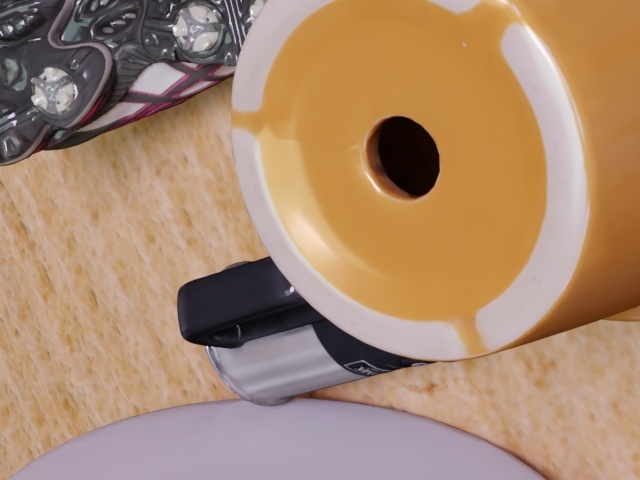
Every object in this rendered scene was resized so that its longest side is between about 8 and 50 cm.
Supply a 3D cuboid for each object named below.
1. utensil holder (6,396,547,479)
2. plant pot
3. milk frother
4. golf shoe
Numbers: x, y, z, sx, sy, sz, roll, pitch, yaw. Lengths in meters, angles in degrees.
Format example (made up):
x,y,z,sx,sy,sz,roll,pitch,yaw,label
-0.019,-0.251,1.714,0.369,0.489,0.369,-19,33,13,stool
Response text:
x,y,z,sx,sy,sz,roll,pitch,yaw,label
-0.020,0.318,0.632,0.327,0.327,0.385,15,114,33,utensil holder
0.075,-0.052,0.429,0.205,0.188,0.205,15,116,33,plant pot
0.000,0.000,0.644,0.135,0.129,0.143,-20,52,41,milk frother
-0.072,-0.125,0.642,0.273,0.120,0.105,-19,89,19,golf shoe
